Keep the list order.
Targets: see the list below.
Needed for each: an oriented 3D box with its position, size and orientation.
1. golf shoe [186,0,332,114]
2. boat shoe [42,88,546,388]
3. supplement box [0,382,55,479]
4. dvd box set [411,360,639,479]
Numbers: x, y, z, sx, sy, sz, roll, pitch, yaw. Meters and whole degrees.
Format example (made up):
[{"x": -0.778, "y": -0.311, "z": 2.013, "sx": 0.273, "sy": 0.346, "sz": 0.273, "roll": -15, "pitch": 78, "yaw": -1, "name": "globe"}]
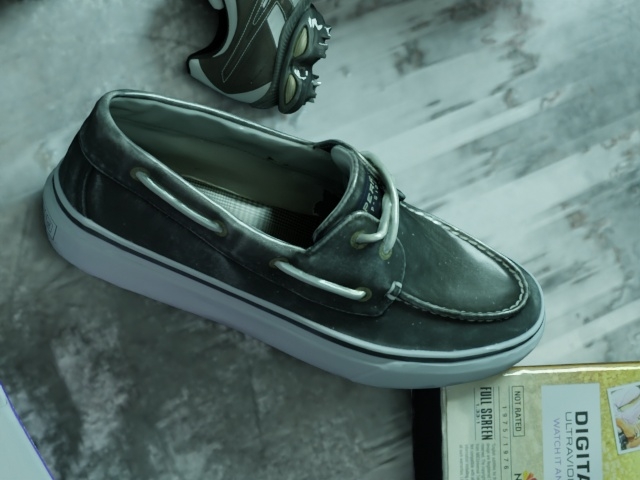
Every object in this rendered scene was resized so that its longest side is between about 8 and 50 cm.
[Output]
[{"x": -0.031, "y": -0.183, "z": 1.015, "sx": 0.094, "sy": 0.077, "sz": 0.198, "roll": 11, "pitch": 95, "yaw": -8, "name": "golf shoe"}, {"x": 0.000, "y": 0.000, "z": 0.987, "sx": 0.335, "sy": 0.119, "sz": 0.121, "roll": 14, "pitch": 48, "yaw": -17, "name": "boat shoe"}, {"x": -0.213, "y": 0.139, "z": 0.881, "sx": 0.114, "sy": 0.220, "sz": 0.111, "roll": -31, "pitch": 98, "yaw": -18, "name": "supplement box"}, {"x": 0.270, "y": 0.231, "z": 1.117, "sx": 0.420, "sy": 0.062, "sz": 0.307, "roll": -2, "pitch": 89, "yaw": -18, "name": "dvd box set"}]
